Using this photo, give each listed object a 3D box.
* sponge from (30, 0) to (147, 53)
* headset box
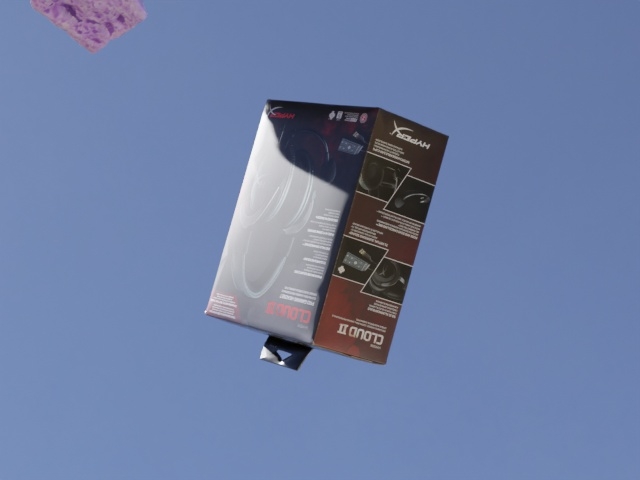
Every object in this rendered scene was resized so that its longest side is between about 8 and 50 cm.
[{"bbox_3d":[-0.131,-0.178,0.604,0.031,0.210,0.117,-31,-30,16],"label":"sponge"},{"bbox_3d":[0.000,0.000,0.522,0.032,0.083,0.062,20,-5,-36],"label":"headset box"}]
